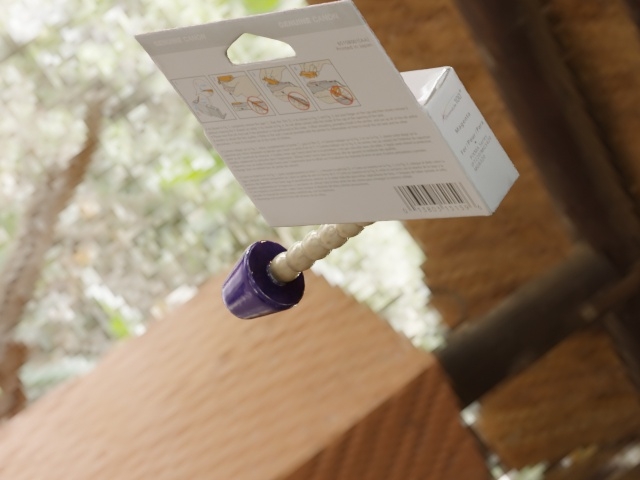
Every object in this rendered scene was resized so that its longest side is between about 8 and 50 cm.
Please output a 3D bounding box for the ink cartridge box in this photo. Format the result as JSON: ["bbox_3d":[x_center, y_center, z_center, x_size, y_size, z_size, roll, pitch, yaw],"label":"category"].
[{"bbox_3d":[0.002,-0.117,1.673,0.275,0.060,0.239,-3,-48,45],"label":"ink cartridge box"}]

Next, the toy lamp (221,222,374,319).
[{"bbox_3d":[0.000,0.000,1.904,0.275,0.080,0.080,-37,-91,39],"label":"toy lamp"}]
